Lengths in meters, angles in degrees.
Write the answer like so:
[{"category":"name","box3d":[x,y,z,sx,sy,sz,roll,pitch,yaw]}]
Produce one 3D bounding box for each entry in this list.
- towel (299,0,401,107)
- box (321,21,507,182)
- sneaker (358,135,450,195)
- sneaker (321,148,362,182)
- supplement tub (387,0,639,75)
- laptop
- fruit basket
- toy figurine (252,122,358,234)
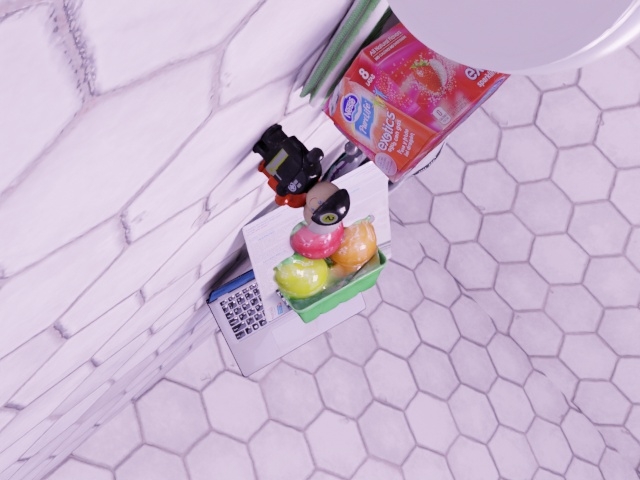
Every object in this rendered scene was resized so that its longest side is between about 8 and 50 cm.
[{"category":"towel","box3d":[0.124,-0.302,0.990,0.325,0.038,0.248,-41,175,-32]},{"category":"box","box3d":[0.140,-0.202,0.993,0.257,0.128,0.123,-42,175,-35]},{"category":"sneaker","box3d":[0.189,-0.201,2.014,0.365,0.137,0.210,-40,-178,-3]},{"category":"sneaker","box3d":[0.061,-0.125,1.867,0.083,0.098,0.224,-41,176,-32]},{"category":"supplement tub","box3d":[0.184,-0.256,0.646,0.228,0.228,0.316,-46,176,35]},{"category":"laptop","box3d":[-0.058,0.144,2.012,0.381,0.408,0.236,-28,-149,-12]},{"category":"fruit basket","box3d":[0.000,0.000,1.728,0.327,0.165,0.353,-29,140,-13]},{"category":"toy figurine","box3d":[0.025,-0.118,1.138,0.209,0.148,0.213,-43,176,-7]}]
